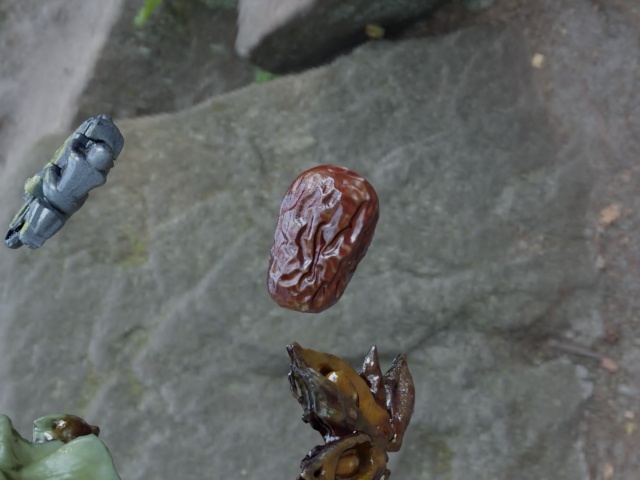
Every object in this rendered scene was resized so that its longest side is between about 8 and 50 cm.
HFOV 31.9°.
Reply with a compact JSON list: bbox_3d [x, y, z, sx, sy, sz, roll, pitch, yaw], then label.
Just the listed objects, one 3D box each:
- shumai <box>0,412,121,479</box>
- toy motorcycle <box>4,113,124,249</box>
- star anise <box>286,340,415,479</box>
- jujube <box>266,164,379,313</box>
[{"bbox_3d":[-0.248,0.228,0.806,0.256,0.218,0.189,114,145,-61],"label":"shumai"},{"bbox_3d":[-0.265,-0.068,1.194,0.124,0.061,0.193,-11,42,53],"label":"toy motorcycle"},{"bbox_3d":[0.017,0.141,0.798,0.053,0.157,0.212,2,57,28],"label":"star anise"},{"bbox_3d":[0.000,0.000,1.711,0.155,0.155,0.230,8,81,68],"label":"jujube"}]
